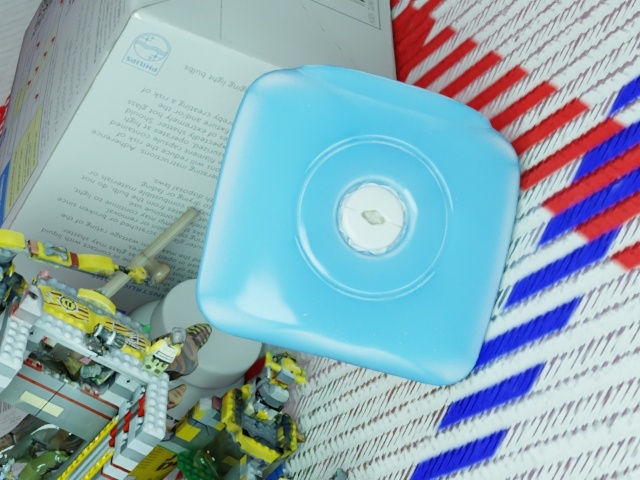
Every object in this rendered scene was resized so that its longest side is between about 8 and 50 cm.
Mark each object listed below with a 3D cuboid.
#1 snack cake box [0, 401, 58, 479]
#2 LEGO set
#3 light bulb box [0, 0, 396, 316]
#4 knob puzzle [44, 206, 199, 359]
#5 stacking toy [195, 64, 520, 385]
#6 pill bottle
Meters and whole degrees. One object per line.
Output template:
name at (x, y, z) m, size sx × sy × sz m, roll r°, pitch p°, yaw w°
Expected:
snack cake box at (-0.410, 0.289, 1.363) m, size 0.264 × 0.089 × 0.152 m, roll -29°, pitch 34°, yaw 7°
LEGO set at (-0.103, 0.096, 0.739) m, size 0.192 × 0.331 × 0.255 m, roll -47°, pitch 17°, yaw 27°
light bulb box at (-0.126, -0.154, 1.094) m, size 0.361 × 0.225 × 0.357 m, roll -49°, pitch 31°, yaw 42°
knob puzzle at (-0.181, 0.069, 0.937) m, size 0.213 × 0.030 × 0.213 m, roll -42°, pitch 5°, yaw 4°
stacking toy at (0.000, 0.000, 0.825) m, size 0.302 × 0.175 × 0.165 m, roll 155°, pitch 130°, yaw -77°
pill bottle at (-0.135, 0.122, 1.020) m, size 0.208 × 0.118 × 0.117 m, roll -47°, pitch 31°, yaw 41°
